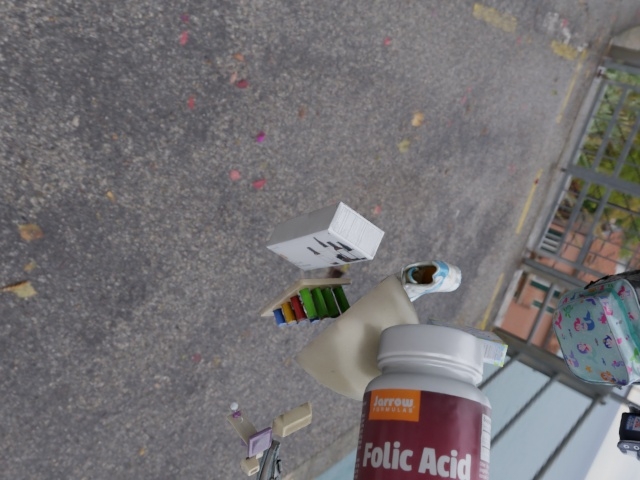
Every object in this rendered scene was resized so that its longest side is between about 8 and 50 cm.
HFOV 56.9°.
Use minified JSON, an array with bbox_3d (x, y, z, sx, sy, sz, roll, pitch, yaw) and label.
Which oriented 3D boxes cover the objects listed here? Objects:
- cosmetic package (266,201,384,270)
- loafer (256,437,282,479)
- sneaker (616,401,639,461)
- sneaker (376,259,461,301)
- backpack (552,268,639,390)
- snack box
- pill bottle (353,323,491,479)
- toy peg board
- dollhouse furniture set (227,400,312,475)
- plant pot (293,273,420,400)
[{"bbox_3d":[0.000,0.000,1.054,0.099,0.239,0.060,35,67,-20],"label":"cosmetic package"},{"bbox_3d":[-0.146,0.714,1.711,0.096,0.084,0.267,42,63,-78],"label":"loafer"},{"bbox_3d":[0.602,0.320,0.983,0.099,0.153,0.282,-56,161,-29],"label":"sneaker"},{"bbox_3d":[0.212,0.094,1.399,0.092,0.229,0.087,22,56,-41],"label":"sneaker"},{"bbox_3d":[0.593,0.186,1.202,0.191,0.225,0.253,-15,173,-11],"label":"backpack"},{"bbox_3d":[0.414,0.290,1.710,0.174,0.207,0.070,-32,134,-84],"label":"snack box"},{"bbox_3d":[0.174,0.357,1.006,0.224,0.224,0.392,53,42,-57],"label":"pill bottle"},{"bbox_3d":[-0.023,0.157,1.344,0.161,0.079,0.161,3,148,-44],"label":"toy peg board"},{"bbox_3d":[-0.077,0.266,0.867,0.114,0.081,0.091,-18,133,-32],"label":"dollhouse furniture set"},{"bbox_3d":[0.112,0.234,1.267,0.284,0.191,0.284,-40,170,-8],"label":"plant pot"}]
